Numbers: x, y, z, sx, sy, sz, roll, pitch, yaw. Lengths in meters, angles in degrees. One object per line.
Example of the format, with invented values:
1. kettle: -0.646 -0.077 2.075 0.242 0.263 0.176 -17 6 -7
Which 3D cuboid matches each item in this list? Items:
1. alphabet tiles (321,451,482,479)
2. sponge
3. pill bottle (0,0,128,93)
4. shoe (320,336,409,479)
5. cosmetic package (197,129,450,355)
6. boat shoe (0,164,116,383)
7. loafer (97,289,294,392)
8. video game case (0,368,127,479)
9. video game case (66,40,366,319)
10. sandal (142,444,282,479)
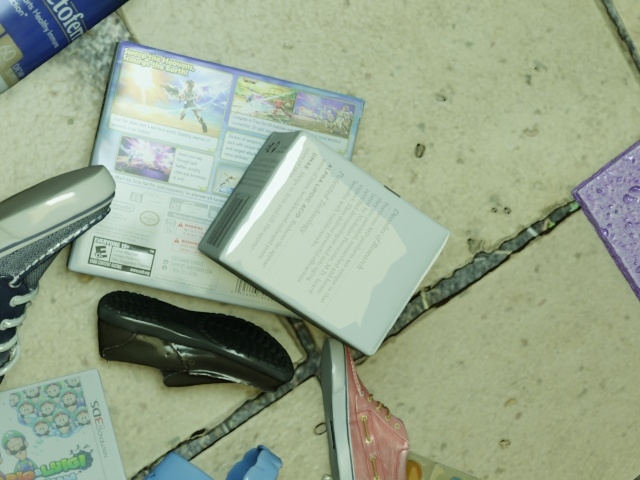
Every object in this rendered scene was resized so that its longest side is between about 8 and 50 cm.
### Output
1. alphabet tiles: 0.124 0.401 1.695 0.343 0.011 0.285 23 89 -13
2. sponge: 0.388 -0.004 1.713 0.117 0.031 0.210 -36 100 -8
3. pill bottle: -0.266 -0.279 1.489 0.265 0.153 0.153 -38 101 -7
4. shoe: 0.049 0.189 1.634 0.081 0.063 0.178 -6 94 -11
5. cosmetic package: 0.000 0.000 1.506 0.184 0.151 0.151 33 86 -14
6. boat shoe: -0.329 0.062 1.510 0.341 0.127 0.158 -27 105 7
7. loafer: -0.136 0.119 1.593 0.220 0.080 0.078 19 113 -3
8. video game case: -0.291 0.212 1.544 0.157 0.019 0.143 -14 57 -11
9. video game case: -0.111 -0.062 1.585 0.270 0.061 0.244 13 92 -13
10. sandal: -0.157 0.287 1.578 0.317 0.126 0.138 1 87 -20
